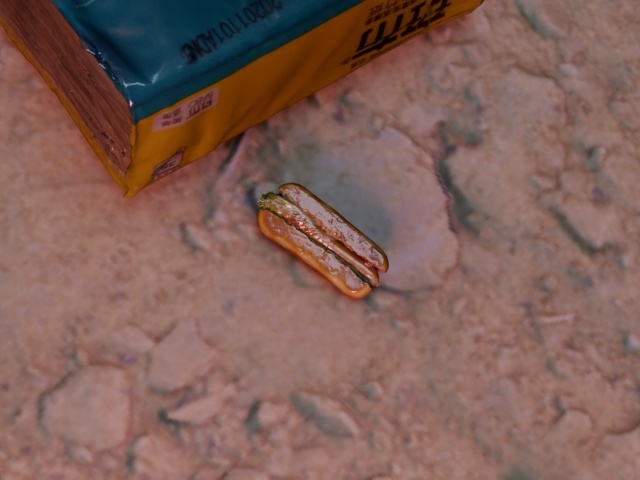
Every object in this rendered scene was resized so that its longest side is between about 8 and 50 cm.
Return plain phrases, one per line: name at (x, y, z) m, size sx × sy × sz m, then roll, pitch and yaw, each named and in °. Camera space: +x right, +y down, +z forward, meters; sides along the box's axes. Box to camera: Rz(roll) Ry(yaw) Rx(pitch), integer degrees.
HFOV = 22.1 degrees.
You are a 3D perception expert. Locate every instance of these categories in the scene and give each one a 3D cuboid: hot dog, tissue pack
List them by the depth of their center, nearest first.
hot dog at (0.000, 0.000, 0.922) m, size 0.083 × 0.021 × 0.037 m, roll 40°, pitch 85°, yaw 7°
tissue pack at (-0.048, -0.170, 0.931) m, size 0.271 × 0.134 × 0.192 m, roll -30°, pitch 74°, yaw -22°
